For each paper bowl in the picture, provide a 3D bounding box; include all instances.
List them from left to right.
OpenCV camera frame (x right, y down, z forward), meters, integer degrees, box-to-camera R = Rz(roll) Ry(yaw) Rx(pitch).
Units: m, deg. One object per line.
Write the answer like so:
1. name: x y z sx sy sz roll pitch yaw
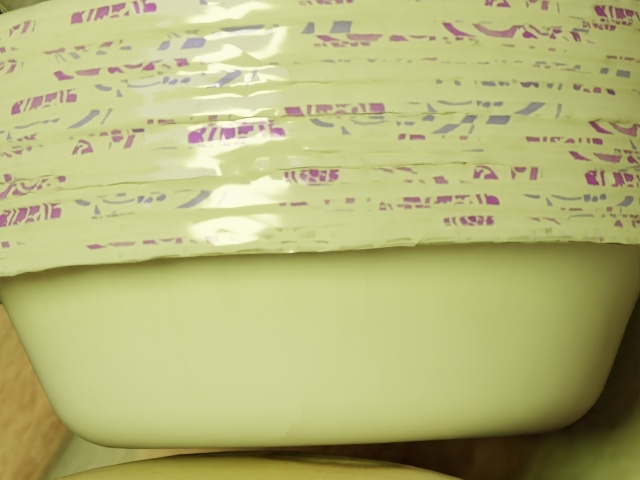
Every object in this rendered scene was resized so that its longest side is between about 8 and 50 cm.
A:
1. paper bowl: 0.000 0.000 0.703 0.284 0.284 0.148 -5 85 32

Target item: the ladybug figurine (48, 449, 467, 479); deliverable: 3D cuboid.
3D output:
1. ladybug figurine: -0.020 0.226 0.622 0.449 0.162 0.305 2 59 35

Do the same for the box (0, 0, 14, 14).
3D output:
1. box: -0.318 0.005 1.048 0.257 0.079 0.322 8 63 39
